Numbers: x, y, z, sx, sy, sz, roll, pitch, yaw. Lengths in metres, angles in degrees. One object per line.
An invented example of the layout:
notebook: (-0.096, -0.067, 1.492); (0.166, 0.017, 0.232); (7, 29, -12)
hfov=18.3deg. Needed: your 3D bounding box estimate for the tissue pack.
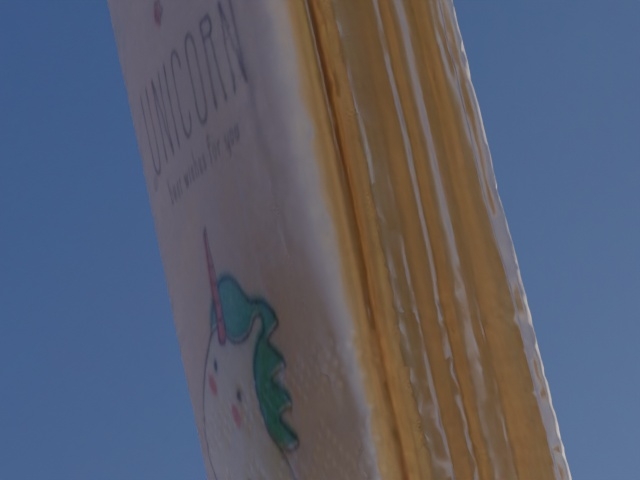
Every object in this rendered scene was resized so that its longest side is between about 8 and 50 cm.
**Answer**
tissue pack: (0.000, 0.000, 0.646); (0.071, 0.170, 0.325); (-7, -103, -21)
